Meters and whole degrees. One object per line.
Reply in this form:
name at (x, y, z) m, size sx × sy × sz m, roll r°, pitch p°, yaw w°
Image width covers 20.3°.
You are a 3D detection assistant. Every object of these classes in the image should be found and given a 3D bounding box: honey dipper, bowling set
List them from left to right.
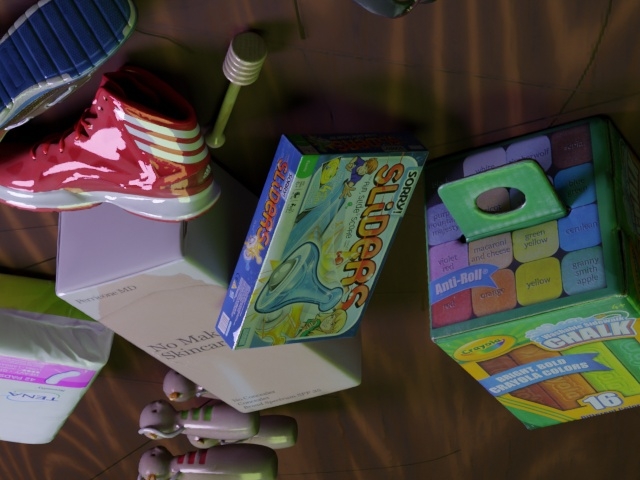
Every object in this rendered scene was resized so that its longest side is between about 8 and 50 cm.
bowling set at (-0.129, 0.181, 1.915) m, size 0.154 × 0.199 × 0.287 m, roll -2°, pitch -166°, yaw 11°
honey dipper at (-0.074, -0.119, 1.461) m, size 0.031 × 0.030 × 0.160 m, roll 6°, pitch 155°, yaw -12°

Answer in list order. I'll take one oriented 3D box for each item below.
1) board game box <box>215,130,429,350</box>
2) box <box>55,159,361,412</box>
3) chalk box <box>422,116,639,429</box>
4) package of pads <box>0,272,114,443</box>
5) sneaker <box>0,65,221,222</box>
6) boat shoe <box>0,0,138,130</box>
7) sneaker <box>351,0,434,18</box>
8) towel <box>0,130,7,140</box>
board game box at (0.000, 0.000, 1.533) m, size 0.136 × 0.035 × 0.201 m, roll -5°, pitch 128°, yaw -37°
box at (-0.096, 0.042, 1.657) m, size 0.148 × 0.121 × 0.311 m, roll -16°, pitch 148°, yaw 27°
chalk box at (0.202, 0.022, 1.564) m, size 0.180 × 0.179 × 0.289 m, roll -15°, pitch 149°, yaw 25°
package of pads at (-0.379, 0.113, 1.808) m, size 0.297 × 0.101 × 0.229 m, roll 11°, pitch 149°, yaw -19°
sneaker at (-0.192, -0.093, 1.482) m, size 0.221 × 0.087 × 0.128 m, roll 4°, pitch 124°, yaw 16°
boat shoe at (-0.210, -0.140, 1.381) m, size 0.183 × 0.066 × 0.066 m, roll -28°, pitch 174°, yaw 19°
sneaker at (0.099, -0.222, 1.179) m, size 0.281 × 0.106 × 0.162 m, roll 1°, pitch 146°, yaw 18°
towel at (-0.320, -0.101, 1.391) m, size 0.029 × 0.144 × 0.197 m, roll 31°, pitch 165°, yaw 30°
